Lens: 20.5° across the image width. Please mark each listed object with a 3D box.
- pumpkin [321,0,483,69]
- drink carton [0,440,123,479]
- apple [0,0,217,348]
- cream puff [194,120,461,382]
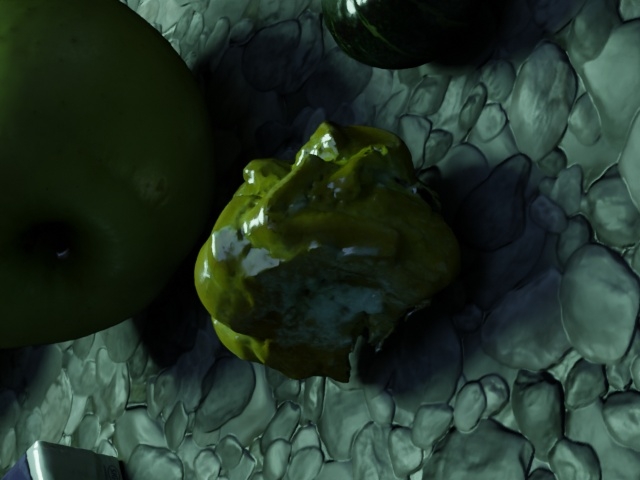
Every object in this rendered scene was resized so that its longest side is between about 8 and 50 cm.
[{"bbox_3d":[0.069,-0.221,1.474,0.167,0.125,0.167,-8,80,51],"label":"pumpkin"},{"bbox_3d":[-0.280,0.312,1.695,0.222,0.102,0.134,-45,47,29],"label":"drink carton"},{"bbox_3d":[-0.275,-0.084,1.667,0.357,0.357,0.357,-23,59,43],"label":"apple"},{"bbox_3d":[-0.005,-0.003,1.441,0.221,0.195,0.194,-39,48,28],"label":"cream puff"}]
